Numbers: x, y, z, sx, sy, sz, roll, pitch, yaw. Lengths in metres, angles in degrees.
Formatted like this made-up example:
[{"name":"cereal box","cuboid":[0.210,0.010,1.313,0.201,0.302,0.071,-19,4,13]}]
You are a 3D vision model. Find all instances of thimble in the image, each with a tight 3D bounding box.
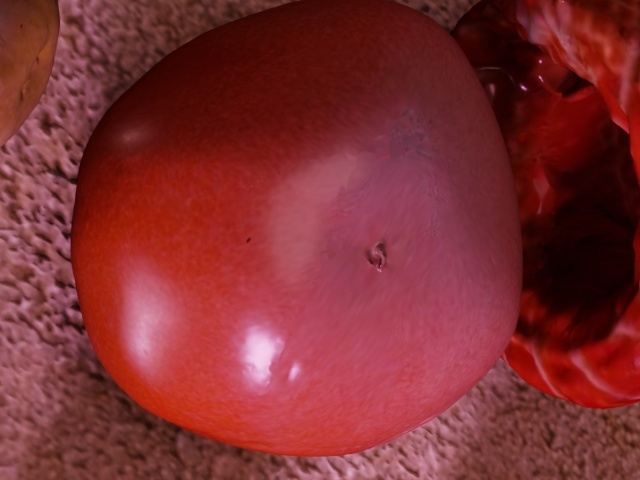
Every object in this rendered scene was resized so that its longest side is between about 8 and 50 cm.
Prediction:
[{"name":"thimble","cuboid":[0.250,-0.051,1.180,0.230,0.350,0.350,-11,94,-30]}]

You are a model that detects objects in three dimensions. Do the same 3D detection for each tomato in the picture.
[{"name":"tomato","cuboid":[0.000,0.000,1.065,0.341,0.273,0.341,2,87,-30]}]

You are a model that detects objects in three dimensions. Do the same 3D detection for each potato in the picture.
[{"name":"potato","cuboid":[-0.258,-0.110,1.024,0.138,0.098,0.243,41,70,-24]}]
